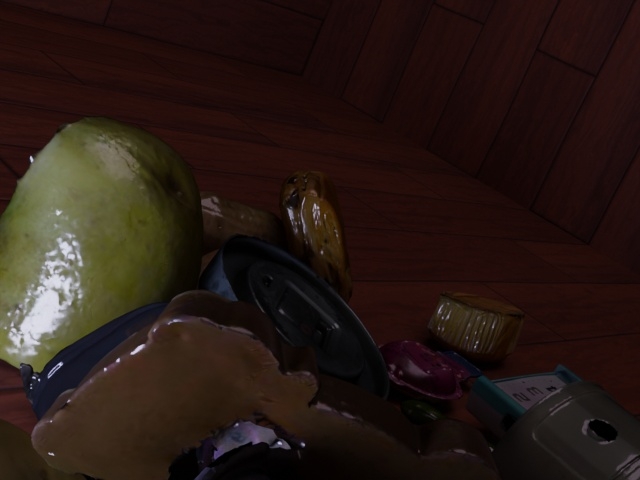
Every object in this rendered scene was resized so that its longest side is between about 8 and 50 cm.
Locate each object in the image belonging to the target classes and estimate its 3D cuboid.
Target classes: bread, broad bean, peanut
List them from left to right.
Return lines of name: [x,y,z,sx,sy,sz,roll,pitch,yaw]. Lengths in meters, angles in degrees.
peanut: [-0.141,-0.008,1.589,0.253,0.122,0.137,14,-9,-36]
bread: [0.000,0.000,1.585,0.099,0.235,0.210,-14,16,5]
broad bean: [0.207,0.287,1.295,0.227,0.039,0.069,32,-14,16]
bread: [0.279,0.157,1.662,0.132,0.114,0.190,25,6,40]

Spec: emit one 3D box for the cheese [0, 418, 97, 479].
cheese: [-0.287,0.234,0.696,0.260,0.128,0.316,33,22,1]

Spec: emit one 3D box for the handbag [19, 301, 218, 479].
handbag: [-0.139,0.177,0.945,0.275,0.177,0.302,12,21,-33]

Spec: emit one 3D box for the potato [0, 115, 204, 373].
potato: [-0.239,0.010,1.152,0.213,0.280,0.330,30,17,27]

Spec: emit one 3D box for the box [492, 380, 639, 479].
box: [0.312,0.298,1.078,0.226,0.226,0.149,7,24,-43]

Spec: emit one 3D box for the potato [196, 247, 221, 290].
potato: [-0.151,0.066,1.397,0.112,0.112,0.147,25,23,5]

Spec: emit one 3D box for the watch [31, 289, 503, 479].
watch: [-0.053,0.260,0.625,0.335,0.314,0.327,41,29,-22]

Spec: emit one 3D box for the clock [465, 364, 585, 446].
clock: [0.369,0.304,1.351,0.231,0.116,0.262,1,26,-41]

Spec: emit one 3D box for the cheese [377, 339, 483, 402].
cheese: [0.171,0.205,1.456,0.155,0.062,0.244,36,20,33]

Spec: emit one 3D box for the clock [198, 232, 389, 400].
clock: [-0.034,0.123,1.270,0.313,0.061,0.312,39,19,-16]
